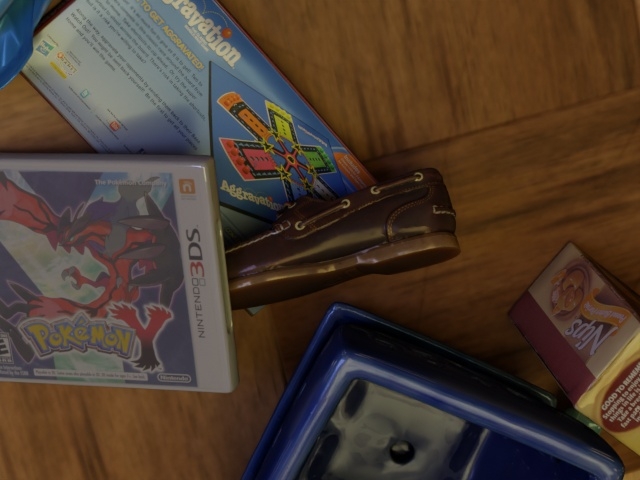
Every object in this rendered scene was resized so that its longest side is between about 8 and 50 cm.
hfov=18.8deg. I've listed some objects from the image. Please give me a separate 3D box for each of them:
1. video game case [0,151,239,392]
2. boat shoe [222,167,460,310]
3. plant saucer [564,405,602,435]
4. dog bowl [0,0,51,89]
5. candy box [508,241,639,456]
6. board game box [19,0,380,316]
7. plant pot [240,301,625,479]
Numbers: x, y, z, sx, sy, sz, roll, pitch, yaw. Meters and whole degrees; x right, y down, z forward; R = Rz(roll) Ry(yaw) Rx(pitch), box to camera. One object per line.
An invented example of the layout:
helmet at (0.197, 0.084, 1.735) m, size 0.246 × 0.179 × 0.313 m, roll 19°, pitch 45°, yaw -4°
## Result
video game case at (-0.165, 0.024, 1.435) m, size 0.201 × 0.023 × 0.183 m, roll 2°, pitch 112°, yaw 18°
boat shoe at (0.000, 0.000, 1.455) m, size 0.207 × 0.073 × 0.073 m, roll -14°, pitch 76°, yaw 3°
plant saucer at (0.175, 0.223, 1.585) m, size 0.192 × 0.018 × 0.067 m, roll -61°, pitch 152°, yaw -3°
dog bowl at (-0.234, -0.229, 1.347) m, size 0.166 × 0.074 × 0.297 m, roll 36°, pitch 99°, yaw -21°
candy box at (0.309, 0.146, 1.534) m, size 0.316 × 0.183 × 0.087 m, roll 37°, pitch 99°, yaw -21°
board game box at (-0.088, -0.085, 1.454) m, size 0.145 × 0.027 × 0.281 m, roll -39°, pitch 113°, yaw 6°
plant pot at (0.063, 0.190, 1.474) m, size 0.236 × 0.212 × 0.236 m, roll 24°, pitch 102°, yaw -9°
